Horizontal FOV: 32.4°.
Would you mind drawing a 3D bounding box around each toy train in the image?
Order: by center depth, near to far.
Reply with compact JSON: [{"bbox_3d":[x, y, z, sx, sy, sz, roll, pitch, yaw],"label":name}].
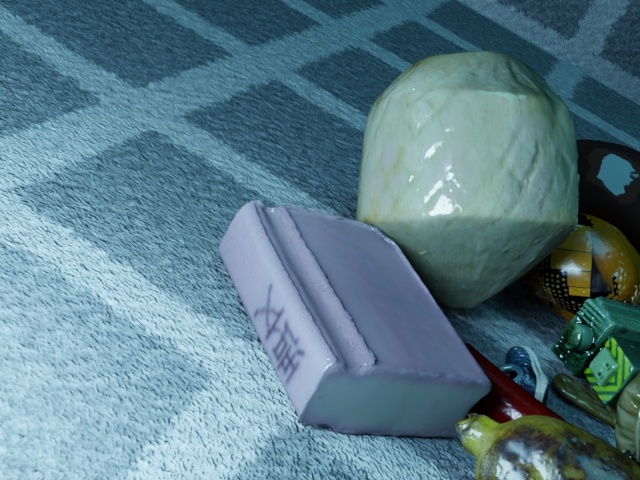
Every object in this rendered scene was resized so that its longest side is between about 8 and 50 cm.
[{"bbox_3d":[0.546,0.205,1.796,0.330,0.138,0.178,14,31,-29],"label":"toy train"}]

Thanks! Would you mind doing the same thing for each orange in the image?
[{"bbox_3d":[0.455,0.053,1.911,0.234,0.182,0.234,43,3,-3],"label":"orange"}]

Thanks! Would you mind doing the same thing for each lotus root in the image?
[{"bbox_3d":[0.296,0.311,1.351,0.314,0.141,0.169,31,68,19],"label":"lotus root"}]

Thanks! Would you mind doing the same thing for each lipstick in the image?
[{"bbox_3d":[0.265,0.237,1.522,0.080,0.080,0.241,-5,34,-47],"label":"lipstick"}]

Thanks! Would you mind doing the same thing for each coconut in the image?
[{"bbox_3d":[0.232,-0.092,1.799,0.344,0.415,0.415,3,29,-2],"label":"coconut"}]

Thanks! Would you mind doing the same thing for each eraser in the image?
[{"bbox_3d":[0.037,0.103,1.529,0.272,0.122,0.359,10,32,-31],"label":"eraser"}]

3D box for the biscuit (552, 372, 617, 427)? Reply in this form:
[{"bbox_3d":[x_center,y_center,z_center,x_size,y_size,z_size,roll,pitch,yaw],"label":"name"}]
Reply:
[{"bbox_3d":[0.431,0.255,1.737,0.147,0.018,0.071,31,22,3],"label":"biscuit"}]

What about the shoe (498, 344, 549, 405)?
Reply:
[{"bbox_3d":[0.300,0.207,1.662,0.071,0.064,0.143,4,24,-5],"label":"shoe"}]

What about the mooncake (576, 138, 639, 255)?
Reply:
[{"bbox_3d":[0.528,-0.049,2.088,0.326,0.334,0.174,7,63,17],"label":"mooncake"}]

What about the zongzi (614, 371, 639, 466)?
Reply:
[{"bbox_3d":[0.653,0.284,1.454,0.500,0.218,0.467,-1,11,-40],"label":"zongzi"}]
